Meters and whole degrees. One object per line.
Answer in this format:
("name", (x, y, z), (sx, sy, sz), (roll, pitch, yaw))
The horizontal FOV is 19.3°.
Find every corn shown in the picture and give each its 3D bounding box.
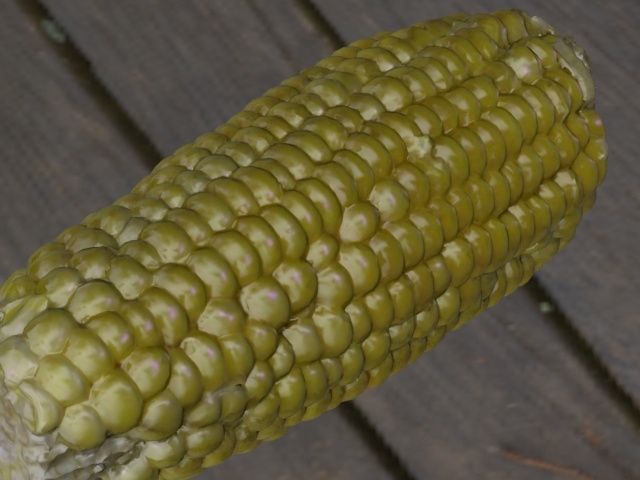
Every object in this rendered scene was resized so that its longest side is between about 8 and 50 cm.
("corn", (0.000, 0.000, 0.771), (0.130, 0.347, 0.130), (28, 134, 34))
